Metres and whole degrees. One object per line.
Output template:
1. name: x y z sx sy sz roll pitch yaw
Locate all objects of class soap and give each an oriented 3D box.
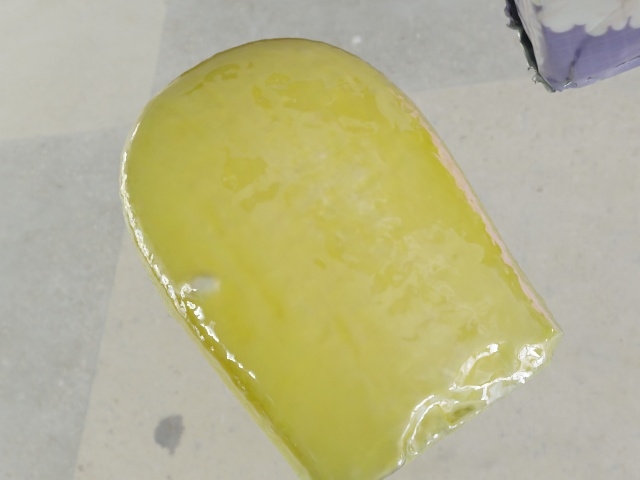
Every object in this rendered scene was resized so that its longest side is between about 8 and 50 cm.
1. soap: 0.000 0.001 0.926 0.306 0.115 0.427 -31 76 -8

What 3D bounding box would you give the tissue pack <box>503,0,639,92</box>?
1. tissue pack: 0.246 -0.282 0.766 0.242 0.343 0.125 -21 59 9
